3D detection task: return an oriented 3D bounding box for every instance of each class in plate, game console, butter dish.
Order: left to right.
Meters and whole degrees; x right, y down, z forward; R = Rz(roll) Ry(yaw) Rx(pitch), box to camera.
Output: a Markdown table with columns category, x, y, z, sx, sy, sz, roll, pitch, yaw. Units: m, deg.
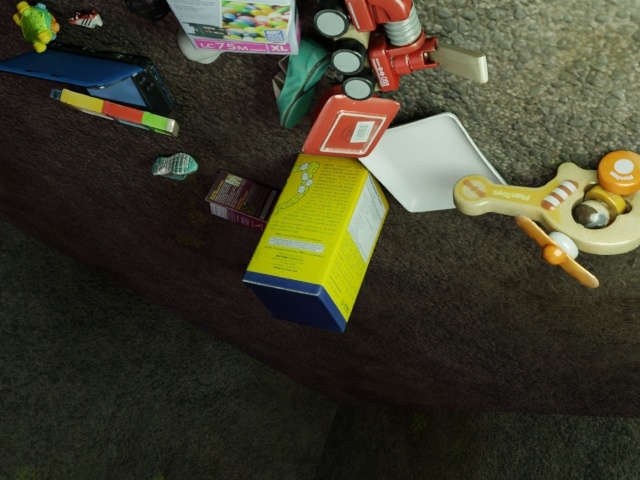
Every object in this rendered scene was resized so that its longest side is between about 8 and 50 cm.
| category | x | y | z | sx | sy | sz | roll | pitch | yaw |
| --- | --- | --- | --- | --- | --- | --- | --- | --- | --- |
| game console | -0.526 | -0.342 | 1.464 | 0.293 | 0.173 | 0.250 | 15 | 154 | 17 |
| butter dish | 0.046 | -0.248 | 1.264 | 0.160 | 0.118 | 0.160 | 1 | 143 | -27 |
| plate | 0.230 | -0.163 | 1.360 | 0.278 | 0.045 | 0.277 | -5 | 143 | 45 |

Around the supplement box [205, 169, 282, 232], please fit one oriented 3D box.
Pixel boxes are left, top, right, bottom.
| category | x | y | z | sx | sy | sz | roll | pitch | yaw |
| --- | --- | --- | --- | --- | --- | --- | --- | --- | --- |
| supplement box | -0.204 | -0.103 | 1.761 | 0.188 | 0.104 | 0.081 | 21 | 155 | 4 |

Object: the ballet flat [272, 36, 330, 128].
| category | x | y | z | sx | sy | sz | roll | pitch | yaw |
| --- | --- | --- | --- | --- | --- | --- | --- | --- | --- |
| ballet flat | -0.048 | -0.314 | 1.266 | 0.087 | 0.083 | 0.247 | 47 | 154 | 3 |

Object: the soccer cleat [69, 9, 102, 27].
| category | x | y | z | sx | sy | sz | roll | pitch | yaw |
| --- | --- | --- | --- | --- | --- | --- | --- | --- | --- |
| soccer cleat | -0.496 | -0.464 | 1.369 | 0.083 | 0.029 | 0.035 | 1 | 144 | 28 |

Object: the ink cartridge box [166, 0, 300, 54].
| category | x | y | z | sx | sy | sz | roll | pitch | yaw |
| --- | --- | --- | --- | --- | --- | --- | --- | --- | --- |
| ink cartridge box | -0.132 | -0.365 | 0.974 | 0.186 | 0.065 | 0.311 | 3 | 173 | 2 |

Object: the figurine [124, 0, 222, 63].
| category | x | y | z | sx | sy | sz | roll | pitch | yaw |
| --- | --- | --- | --- | --- | --- | --- | --- | --- | --- |
| figurine | -0.201 | -0.416 | 1.143 | 0.209 | 0.092 | 0.215 | -5 | 154 | 37 |

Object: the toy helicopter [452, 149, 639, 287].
| category | x | y | z | sx | sy | sz | roll | pitch | yaw |
| --- | --- | --- | --- | --- | --- | --- | --- | --- | --- |
| toy helicopter | 0.418 | -0.050 | 1.209 | 0.355 | 0.235 | 0.140 | 11 | 153 | 23 |

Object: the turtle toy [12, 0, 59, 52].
| category | x | y | z | sx | sy | sz | roll | pitch | yaw |
| --- | --- | --- | --- | --- | --- | --- | --- | --- | --- |
| turtle toy | -0.614 | -0.466 | 1.412 | 0.130 | 0.066 | 0.095 | -17 | 110 | 55 |

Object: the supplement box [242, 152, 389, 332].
| category | x | y | z | sx | sy | sz | roll | pitch | yaw |
| --- | --- | --- | --- | --- | --- | --- | --- | --- | --- |
| supplement box | 0.000 | 0.000 | 1.501 | 0.195 | 0.356 | 0.194 | 9 | 152 | 26 |

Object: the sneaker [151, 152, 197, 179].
| category | x | y | z | sx | sy | sz | roll | pitch | yaw |
| --- | --- | --- | --- | --- | --- | --- | --- | --- | --- |
| sneaker | -0.388 | -0.200 | 1.788 | 0.166 | 0.065 | 0.076 | 5 | 167 | 39 |

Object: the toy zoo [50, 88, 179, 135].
| category | x | y | z | sx | sy | sz | roll | pitch | yaw |
| --- | --- | --- | --- | --- | --- | --- | --- | --- | --- |
| toy zoo | -0.484 | -0.301 | 1.522 | 0.293 | 0.030 | 0.192 | 14 | -177 | -11 |

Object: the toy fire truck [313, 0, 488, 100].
| category | x | y | z | sx | sy | sz | roll | pitch | yaw |
| --- | --- | --- | --- | --- | --- | --- | --- | --- | --- |
| toy fire truck | 0.133 | -0.326 | 1.018 | 0.246 | 0.158 | 0.217 | -3 | 147 | 21 |
